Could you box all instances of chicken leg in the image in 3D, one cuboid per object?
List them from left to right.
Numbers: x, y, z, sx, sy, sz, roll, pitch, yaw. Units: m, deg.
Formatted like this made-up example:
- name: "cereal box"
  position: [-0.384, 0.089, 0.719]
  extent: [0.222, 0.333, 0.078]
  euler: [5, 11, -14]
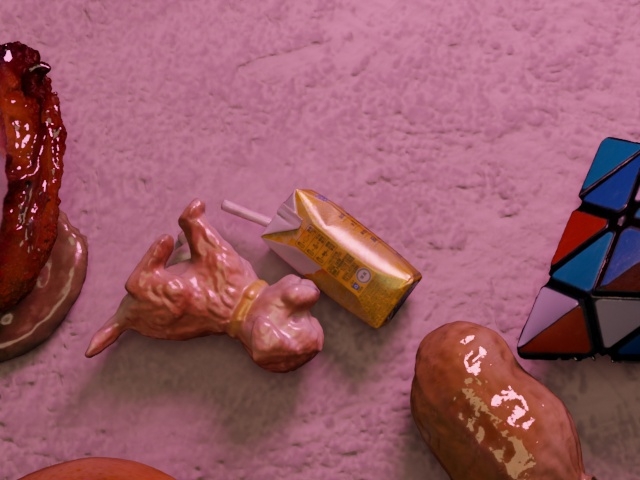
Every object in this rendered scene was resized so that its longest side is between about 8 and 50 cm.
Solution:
- name: "chicken leg"
  position: [-0.336, 0.001, 1.414]
  extent: [0.158, 0.096, 0.407]
  euler: [20, 78, 2]

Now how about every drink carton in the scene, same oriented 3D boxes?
- name: "drink carton"
  position: [0.000, 0.000, 1.466]
  extent: [0.200, 0.084, 0.074]
  euler: [39, 101, 8]

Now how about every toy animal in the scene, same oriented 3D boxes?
- name: "toy animal"
  position: [-0.101, 0.086, 1.434]
  extent: [0.185, 0.104, 0.184]
  euler: [36, 77, 3]

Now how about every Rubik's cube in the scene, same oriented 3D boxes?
- name: "Rubik's cube"
  position: [0.356, 0.033, 1.461]
  extent: [0.234, 0.250, 0.284]
  euler: [40, 111, -20]

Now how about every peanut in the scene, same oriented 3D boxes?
- name: "peanut"
  position: [0.164, 0.177, 1.397]
  extent: [0.129, 0.129, 0.224]
  euler: [-36, 81, -9]

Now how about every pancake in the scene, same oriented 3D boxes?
- name: "pancake"
  position: [-0.341, 0.006, 1.480]
  extent: [0.223, 0.042, 0.236]
  euler: [-11, 77, -7]

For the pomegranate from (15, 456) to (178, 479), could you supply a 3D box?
- name: "pomegranate"
  position: [-0.201, 0.334, 1.275]
  extent: [0.319, 0.319, 0.319]
  euler: [0, 76, 0]
